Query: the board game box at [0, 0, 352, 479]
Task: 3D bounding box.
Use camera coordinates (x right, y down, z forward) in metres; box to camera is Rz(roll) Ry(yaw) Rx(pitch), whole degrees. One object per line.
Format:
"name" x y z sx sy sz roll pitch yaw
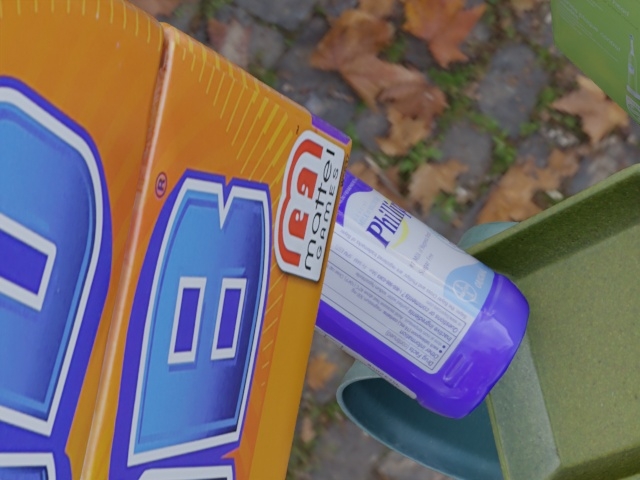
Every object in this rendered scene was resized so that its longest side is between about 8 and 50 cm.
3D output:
"board game box" -0.238 0.081 0.493 0.356 0.356 0.357 21 79 -70

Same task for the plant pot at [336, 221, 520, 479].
"plant pot" 0.185 0.106 1.434 0.293 0.293 0.196 41 62 -40

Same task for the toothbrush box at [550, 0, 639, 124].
"toothbrush box" 0.271 -0.235 1.073 0.206 0.122 0.283 -38 154 -7

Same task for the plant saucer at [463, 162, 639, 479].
"plant saucer" 0.182 0.068 1.001 0.045 0.188 0.188 0 161 -38

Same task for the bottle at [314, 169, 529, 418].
"bottle" 0.000 0.000 0.995 0.283 0.118 0.092 35 108 0
